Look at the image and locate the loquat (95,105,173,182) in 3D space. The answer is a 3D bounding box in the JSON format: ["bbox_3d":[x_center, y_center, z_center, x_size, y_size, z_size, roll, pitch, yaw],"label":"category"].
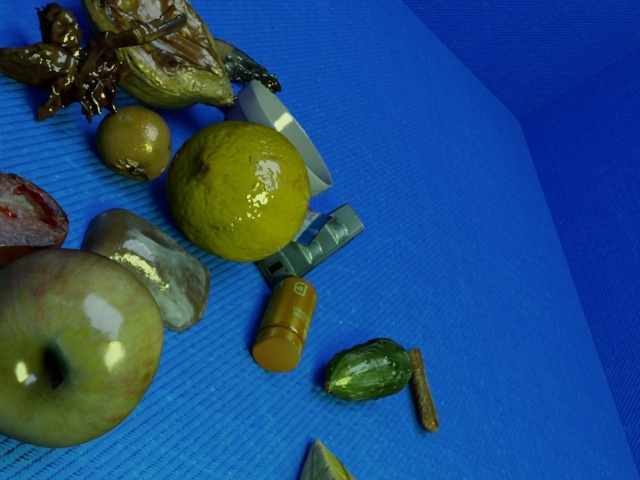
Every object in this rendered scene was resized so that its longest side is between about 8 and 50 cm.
[{"bbox_3d":[-0.333,-0.176,1.514,0.141,0.141,0.141,39,34,-32],"label":"loquat"}]

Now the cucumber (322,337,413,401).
[{"bbox_3d":[0.079,0.280,1.746,0.244,0.134,0.134,-5,67,-55],"label":"cucumber"}]

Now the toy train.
[{"bbox_3d":[0.000,0.000,1.888,0.086,0.089,0.409,58,33,-1],"label":"toy train"}]

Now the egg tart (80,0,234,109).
[{"bbox_3d":[-0.343,-0.400,1.694,0.351,0.153,0.339,-8,69,-60],"label":"egg tart"}]

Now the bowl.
[{"bbox_3d":[-0.113,-0.195,1.828,0.287,0.144,0.287,51,14,-17],"label":"bowl"}]

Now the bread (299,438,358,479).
[{"bbox_3d":[0.009,0.501,1.493,0.168,0.163,0.264,49,-2,-15],"label":"bread"}]

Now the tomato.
[{"bbox_3d":[-0.466,-0.021,1.151,0.225,0.085,0.225,23,25,-11],"label":"tomato"}]

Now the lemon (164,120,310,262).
[{"bbox_3d":[-0.153,-0.091,1.581,0.293,0.293,0.293,39,34,-32],"label":"lemon"}]

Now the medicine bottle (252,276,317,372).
[{"bbox_3d":[-0.067,0.161,1.644,0.096,0.096,0.192,48,29,-19],"label":"medicine bottle"}]

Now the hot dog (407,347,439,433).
[{"bbox_3d":[0.239,0.358,1.993,0.066,0.047,0.216,46,27,-51],"label":"hot dog"}]

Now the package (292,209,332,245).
[{"bbox_3d":[-0.078,-0.048,1.811,0.173,0.027,0.171,20,27,11],"label":"package"}]

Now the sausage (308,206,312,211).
[{"bbox_3d":[-0.058,-0.090,1.970,0.158,0.036,0.042,45,42,-25],"label":"sausage"}]

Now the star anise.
[{"bbox_3d":[-0.395,-0.327,1.445,0.148,0.346,0.237,83,-9,-74],"label":"star anise"}]

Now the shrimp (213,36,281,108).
[{"bbox_3d":[-0.186,-0.376,2.023,0.290,0.054,0.222,15,49,-48],"label":"shrimp"}]

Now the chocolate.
[{"bbox_3d":[-0.278,0.041,1.440,0.254,0.080,0.157,40,33,-30],"label":"chocolate"}]

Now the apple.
[{"bbox_3d":[-0.334,0.132,1.093,0.257,0.257,0.234,51,6,-14],"label":"apple"}]
